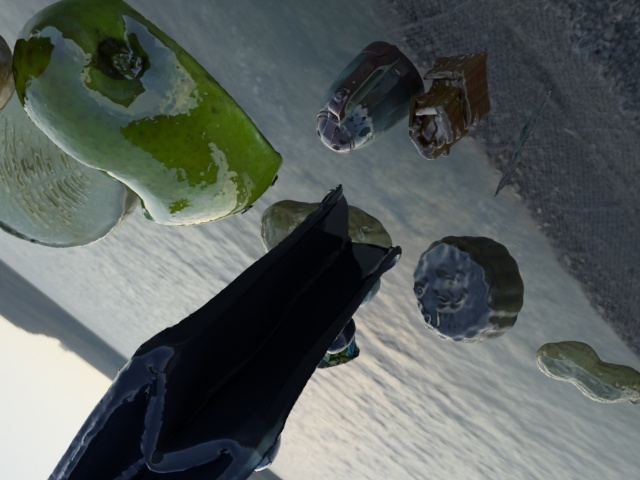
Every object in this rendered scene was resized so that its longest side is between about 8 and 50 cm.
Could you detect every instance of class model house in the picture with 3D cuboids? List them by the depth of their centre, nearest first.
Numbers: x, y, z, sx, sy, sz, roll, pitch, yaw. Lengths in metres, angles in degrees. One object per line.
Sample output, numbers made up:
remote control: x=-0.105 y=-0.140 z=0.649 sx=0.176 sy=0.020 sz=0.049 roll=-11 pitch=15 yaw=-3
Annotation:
model house: x=0.331 y=-0.369 z=1.481 sx=0.219 sy=0.199 sz=0.229 roll=50 pitch=152 yaw=20

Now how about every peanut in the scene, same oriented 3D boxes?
peanut: x=0.000 y=0.000 z=0.883 sx=0.224 sy=0.129 sz=0.129 roll=8 pitch=147 yaw=28
peanut: x=0.468 y=0.228 z=0.979 sx=0.187 sy=0.082 sz=0.082 roll=27 pitch=157 yaw=17

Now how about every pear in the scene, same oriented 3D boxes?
pear: x=-0.219 y=-0.145 z=0.663 sx=0.286 sy=0.176 sz=0.282 roll=37 pitch=174 yaw=17

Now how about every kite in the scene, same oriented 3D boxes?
kite: x=0.220 y=-0.104 z=0.622 sx=0.005 sy=0.152 sz=0.137 roll=28 pitch=157 yaw=19

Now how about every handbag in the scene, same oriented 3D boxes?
handbag: x=-0.070 y=0.111 z=0.466 sx=0.118 sy=0.326 sz=0.269 roll=45 pitch=120 yaw=2

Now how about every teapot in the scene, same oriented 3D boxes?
teapot: x=0.120 y=-0.403 z=1.618 sx=0.233 sy=0.312 sz=0.315 roll=40 pitch=166 yaw=13

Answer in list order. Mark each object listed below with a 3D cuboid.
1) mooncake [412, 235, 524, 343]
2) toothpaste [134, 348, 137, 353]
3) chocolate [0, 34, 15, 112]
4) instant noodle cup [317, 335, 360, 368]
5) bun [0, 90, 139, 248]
mooncake: x=0.374 y=0.129 z=1.483 sx=0.161 sy=0.290 sz=0.290 roll=2 pitch=-177 yaw=-37
toothpaste: x=-0.217 y=0.156 z=0.794 sx=0.056 sy=0.036 sz=0.205 roll=40 pitch=148 yaw=-18
chocolate: x=-0.395 y=-0.192 z=0.573 sx=0.134 sy=0.134 sz=0.309 roll=42 pitch=171 yaw=-11
instant noodle cup: x=-0.009 y=0.233 z=1.579 sx=0.240 sy=0.240 sz=0.178 roll=5 pitch=103 yaw=55
bun: x=-0.526 y=-0.173 z=1.145 sx=0.364 sy=0.364 sz=0.202 roll=44 pitch=-163 yaw=-15
